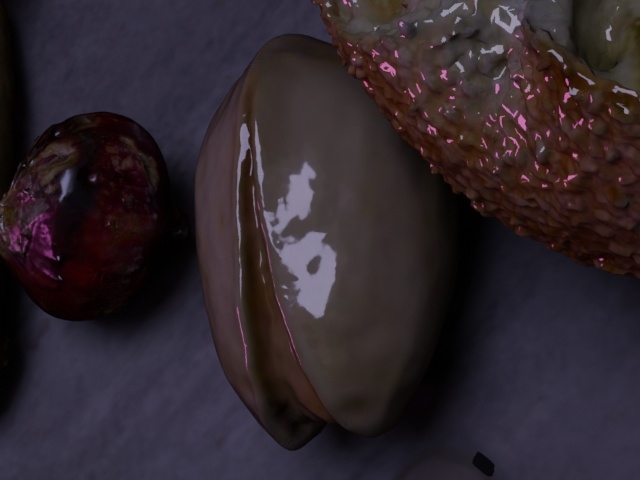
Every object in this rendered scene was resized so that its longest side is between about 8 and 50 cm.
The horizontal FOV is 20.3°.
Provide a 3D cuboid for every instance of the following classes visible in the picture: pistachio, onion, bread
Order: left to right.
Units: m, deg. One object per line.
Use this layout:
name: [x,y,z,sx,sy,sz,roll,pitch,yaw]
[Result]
onion: [-0.112,-0.012,0.888,0.107,0.097,0.107,-165,90,-72]
pistachio: [0.000,0.000,0.792,0.124,0.124,0.185,-15,64,24]
bread: [0.113,-0.079,0.713,0.314,0.192,0.171,33,66,28]

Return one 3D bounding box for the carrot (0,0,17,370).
carrot: [-0.196,-0.040,0.965,0.078,0.078,0.298,-14,57,25]
